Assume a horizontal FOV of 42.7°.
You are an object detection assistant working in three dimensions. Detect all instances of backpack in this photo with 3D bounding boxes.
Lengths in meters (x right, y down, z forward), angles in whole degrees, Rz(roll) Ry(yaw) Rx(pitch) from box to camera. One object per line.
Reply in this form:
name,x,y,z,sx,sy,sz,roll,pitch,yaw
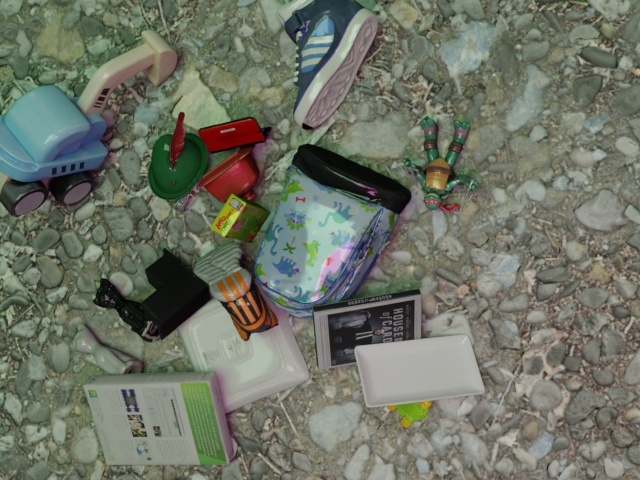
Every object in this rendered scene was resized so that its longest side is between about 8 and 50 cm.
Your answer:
backpack,0.000,0.000,1.851,0.290,0.273,0.355,28,110,10

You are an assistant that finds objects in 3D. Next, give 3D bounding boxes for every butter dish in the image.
butter dish,-0.200,-0.142,1.961,0.160,0.160,0.118,-34,102,9

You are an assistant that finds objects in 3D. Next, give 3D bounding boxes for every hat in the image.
hat,-0.385,-0.219,1.960,0.173,0.183,0.208,35,91,31

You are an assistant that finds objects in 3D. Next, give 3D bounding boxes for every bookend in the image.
bookend,-0.374,0.127,1.959,0.156,0.072,0.157,37,63,22

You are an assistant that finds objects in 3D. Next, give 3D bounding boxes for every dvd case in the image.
dvd case,0.105,0.198,1.807,0.239,0.029,0.179,-9,128,-5

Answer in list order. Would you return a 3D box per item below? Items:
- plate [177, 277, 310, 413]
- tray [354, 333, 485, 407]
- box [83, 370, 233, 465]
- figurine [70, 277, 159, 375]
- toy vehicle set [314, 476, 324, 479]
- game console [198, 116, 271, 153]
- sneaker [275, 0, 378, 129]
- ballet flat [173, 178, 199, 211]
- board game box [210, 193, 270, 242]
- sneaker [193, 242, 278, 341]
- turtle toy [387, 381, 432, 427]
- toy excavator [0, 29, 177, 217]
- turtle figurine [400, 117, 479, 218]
plate,-0.199,0.254,1.965,0.278,0.045,0.277,-24,81,11
tray,0.215,0.289,1.801,0.271,0.030,0.145,-4,60,-12
box,-0.382,0.425,1.945,0.322,0.058,0.232,-3,112,15
figurine,-0.515,0.228,2.034,0.210,0.092,0.214,30,94,23
toy vehicle set,0.064,0.669,1.832,0.267,0.035,0.166,27,66,14
game console,-0.203,-0.265,1.955,0.144,0.124,0.085,-11,54,13
sneaker,-0.031,-0.450,1.950,0.236,0.130,0.322,35,99,24
ballet flat,-0.323,-0.121,2.035,0.041,0.041,0.114,31,94,15
board game box,-0.184,-0.049,1.915,0.043,0.181,0.092,35,94,15
sneaker,-0.193,0.129,1.887,0.125,0.321,0.180,-27,114,-2
turtle toy,0.198,0.350,1.844,0.130,0.066,0.095,47,121,15
toy excavator,-0.590,-0.306,2.001,0.222,0.433,0.445,50,126,13
turtle figurine,0.265,-0.156,1.845,0.175,0.118,0.234,11,73,0
